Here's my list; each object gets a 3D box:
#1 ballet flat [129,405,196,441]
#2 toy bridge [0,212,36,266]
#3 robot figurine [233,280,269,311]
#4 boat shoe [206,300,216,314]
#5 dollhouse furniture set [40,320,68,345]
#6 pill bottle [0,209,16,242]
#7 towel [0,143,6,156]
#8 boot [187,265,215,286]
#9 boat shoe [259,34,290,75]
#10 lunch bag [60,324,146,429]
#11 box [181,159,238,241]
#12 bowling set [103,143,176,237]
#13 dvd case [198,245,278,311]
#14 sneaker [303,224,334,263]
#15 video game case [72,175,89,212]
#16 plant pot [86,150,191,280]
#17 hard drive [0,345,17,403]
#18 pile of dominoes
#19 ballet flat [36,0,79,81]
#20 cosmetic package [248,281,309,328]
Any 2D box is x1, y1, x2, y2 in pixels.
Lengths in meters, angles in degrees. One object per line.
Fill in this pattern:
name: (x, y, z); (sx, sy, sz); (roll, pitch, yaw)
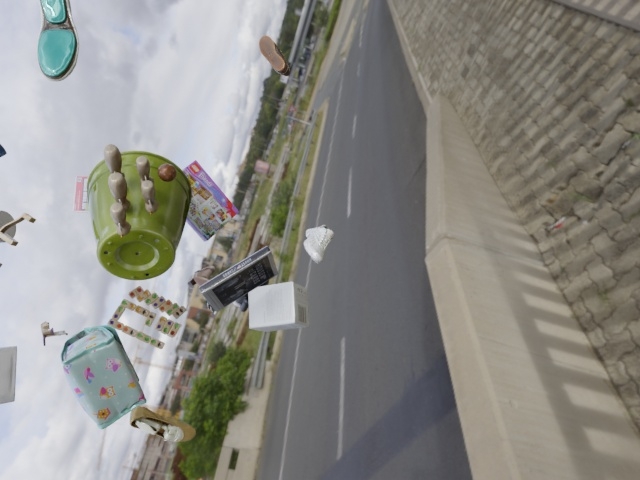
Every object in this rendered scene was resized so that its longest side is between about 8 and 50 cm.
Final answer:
ballet flat: (-0.530, 0.631, 1.415); (0.080, 0.232, 0.073); (-59, 16, 7)
toy bridge: (-0.953, -0.006, 1.291); (0.188, 0.063, 0.026); (-57, -6, -7)
robot figurine: (-0.359, 0.222, 2.108); (0.209, 0.173, 0.278); (-38, -14, -42)
boat shoe: (-0.572, 0.318, 2.312); (0.127, 0.113, 0.340); (-52, 2, -18)
dollhouse furniture set: (-1.018, 0.328, 1.622); (0.114, 0.081, 0.091); (33, 119, 46)
pill bottle: (-1.541, -0.044, 1.859); (0.188, 0.333, 0.188); (-6, -90, -85)
towel: (-1.365, -0.396, 1.752); (0.029, 0.067, 0.120); (34, 151, 41)
boot: (-0.362, 0.111, 1.336); (0.087, 0.118, 0.042); (-46, -57, -45)
boat shoe: (-0.199, -0.800, 1.851); (0.073, 0.207, 0.073); (-33, -17, 19)
lunch bag: (-0.620, 0.367, 1.199); (0.262, 0.160, 0.224); (-1, 113, 56)
box: (-0.519, -0.169, 1.827); (0.201, 0.293, 0.057); (-47, 19, -28)
bowling set: (-0.535, -0.150, 1.283); (0.154, 0.199, 0.287); (114, 144, -56)
dvd case: (-0.249, 0.124, 1.334); (0.030, 0.238, 0.179); (53, 166, 24)
sneaker: (0.000, 0.000, 1.713); (0.115, 0.090, 0.232); (-29, 30, 15)
video game case: (-1.258, -0.252, 2.365); (0.025, 0.284, 0.204); (7, -93, -72)
plant pot: (-0.635, -0.062, 1.483); (0.353, 0.365, 0.367); (-110, 34, -45)
hard drive: (-1.289, 0.505, 1.529); (0.040, 0.318, 0.211); (-11, 79, 34)
pile of dominoes: (-0.689, 0.304, 1.714); (0.040, 0.251, 0.196); (-32, 32, 55)
ballet flat: (-0.947, -0.746, 1.547); (0.139, 0.139, 0.401); (144, 118, -74)
cosmetic package: (-0.154, 0.250, 1.576); (0.151, 0.183, 0.152); (42, -139, -65)
